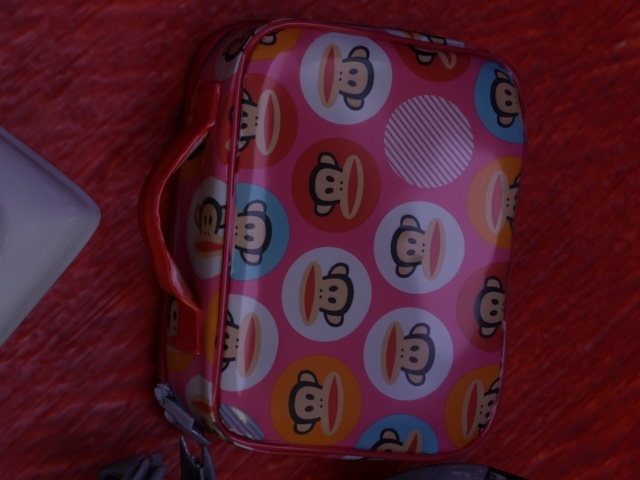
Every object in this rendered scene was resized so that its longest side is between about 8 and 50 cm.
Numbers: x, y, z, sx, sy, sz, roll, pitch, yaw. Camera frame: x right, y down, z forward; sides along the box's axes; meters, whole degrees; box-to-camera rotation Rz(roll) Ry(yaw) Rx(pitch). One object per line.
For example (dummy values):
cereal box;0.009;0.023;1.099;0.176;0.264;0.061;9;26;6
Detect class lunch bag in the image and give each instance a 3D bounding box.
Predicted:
lunch bag;0.000;0.000;1.247;0.258;0.120;0.293;6;91;-27

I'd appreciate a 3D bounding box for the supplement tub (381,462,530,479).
supplement tub;0.080;0.316;1.168;0.207;0.338;0.207;4;123;6

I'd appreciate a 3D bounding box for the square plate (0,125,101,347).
square plate;-0.352;0.004;1.076;0.347;0.049;0.344;41;74;-13

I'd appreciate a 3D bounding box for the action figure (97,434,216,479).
action figure;-0.162;0.217;1.183;0.285;0.099;0.185;-6;114;-18
